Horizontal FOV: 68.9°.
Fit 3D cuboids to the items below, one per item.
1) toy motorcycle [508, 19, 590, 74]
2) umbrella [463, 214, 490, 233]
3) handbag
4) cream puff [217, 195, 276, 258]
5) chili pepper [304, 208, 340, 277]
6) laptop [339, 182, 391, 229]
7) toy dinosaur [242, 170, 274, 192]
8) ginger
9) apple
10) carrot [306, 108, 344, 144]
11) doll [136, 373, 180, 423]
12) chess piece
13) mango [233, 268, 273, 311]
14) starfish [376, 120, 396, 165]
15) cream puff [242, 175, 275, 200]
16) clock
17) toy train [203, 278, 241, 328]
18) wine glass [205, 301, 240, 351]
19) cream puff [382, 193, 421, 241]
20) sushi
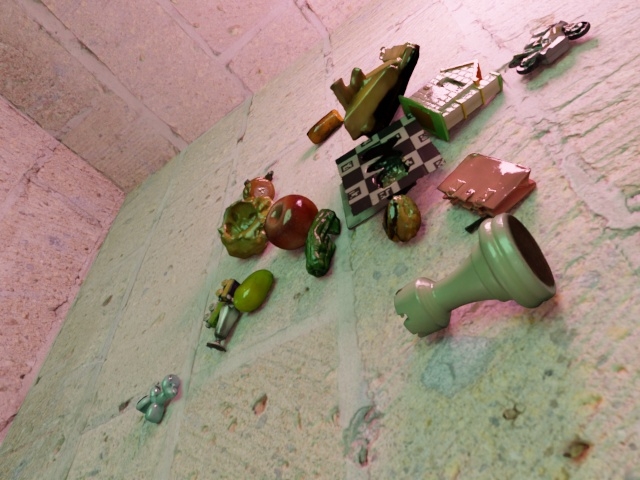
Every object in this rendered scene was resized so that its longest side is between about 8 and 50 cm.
[{"bbox_3d":[0.668,-0.582,1.390,0.225,0.073,0.152,-35,32,15],"label":"toy motorcycle"},{"bbox_3d":[0.388,-0.042,1.162,0.083,0.020,0.031,-41,-1,6],"label":"umbrella"},{"bbox_3d":[0.415,-0.140,1.187,0.157,0.059,0.212,-41,32,-6],"label":"handbag"},{"bbox_3d":[-0.283,-0.068,1.804,0.282,0.185,0.282,-33,31,23],"label":"cream puff"},{"bbox_3d":[0.001,0.001,1.479,0.083,0.099,0.253,-28,35,42],"label":"chili pepper"},{"bbox_3d":[0.154,-0.162,1.563,0.187,0.015,0.269,-32,35,20],"label":"laptop"},{"bbox_3d":[-0.281,-0.248,2.156,0.187,0.087,0.179,-21,0,10],"label":"toy dinosaur"},{"bbox_3d":[0.187,-0.551,1.617,0.413,0.211,0.358,-57,-8,-49],"label":"ginger"},{"bbox_3d":[-0.093,-0.060,1.607,0.201,0.162,0.201,-30,45,35],"label":"apple"},{"bbox_3d":[0.020,-0.491,2.020,0.173,0.082,0.082,-42,32,8],"label":"carrot"},{"bbox_3d":[-0.530,0.519,1.548,0.159,0.059,0.158,-4,51,49],"label":"doll"},{"bbox_3d":[0.303,0.093,0.972,0.299,0.194,0.194,-35,33,32],"label":"chess piece"},{"bbox_3d":[-0.227,0.170,1.575,0.117,0.089,0.163,-16,30,49],"label":"mango"},{"bbox_3d":[0.262,-0.321,1.582,0.208,0.053,0.176,-48,40,-2],"label":"starfish"},{"bbox_3d":[-0.266,-0.199,1.984,0.144,0.126,0.103,-50,16,-23],"label":"cream puff"},{"bbox_3d":[0.423,-0.464,1.500,0.255,0.106,0.220,-37,41,-4],"label":"clock"},{"bbox_3d":[-0.347,0.224,1.670,0.081,0.060,0.202,-4,50,37],"label":"toy train"},{"bbox_3d":[-0.322,0.289,1.560,0.072,0.072,0.155,-16,43,38],"label":"wine glass"},{"bbox_3d":[0.224,-0.061,1.281,0.104,0.133,0.119,4,8,4],"label":"cream puff"},{"bbox_3d":[0.218,-0.208,1.427,0.296,0.100,0.373,-30,34,13],"label":"sushi"}]
